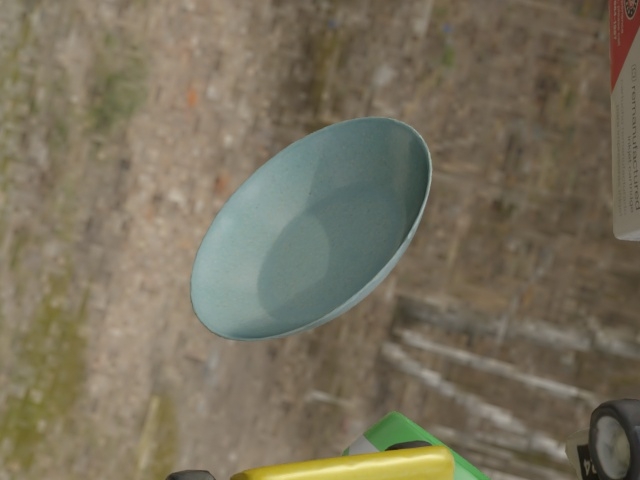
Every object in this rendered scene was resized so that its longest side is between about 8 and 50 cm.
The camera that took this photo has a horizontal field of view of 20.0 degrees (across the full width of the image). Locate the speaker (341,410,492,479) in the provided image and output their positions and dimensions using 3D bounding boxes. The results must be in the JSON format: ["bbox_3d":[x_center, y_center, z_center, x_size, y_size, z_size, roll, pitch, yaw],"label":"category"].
[{"bbox_3d":[-0.003,0.252,1.091,0.296,0.131,0.131,-53,168,-1],"label":"speaker"}]

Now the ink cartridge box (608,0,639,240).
[{"bbox_3d":[0.372,-0.155,1.471,0.385,0.160,0.279,150,-59,-77],"label":"ink cartridge box"}]

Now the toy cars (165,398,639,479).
[{"bbox_3d":[0.075,0.107,0.654,0.176,0.394,0.087,12,66,-62],"label":"toy cars"}]

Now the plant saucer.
[{"bbox_3d":[0.000,0.000,1.233,0.037,0.195,0.195,50,48,-35],"label":"plant saucer"}]
